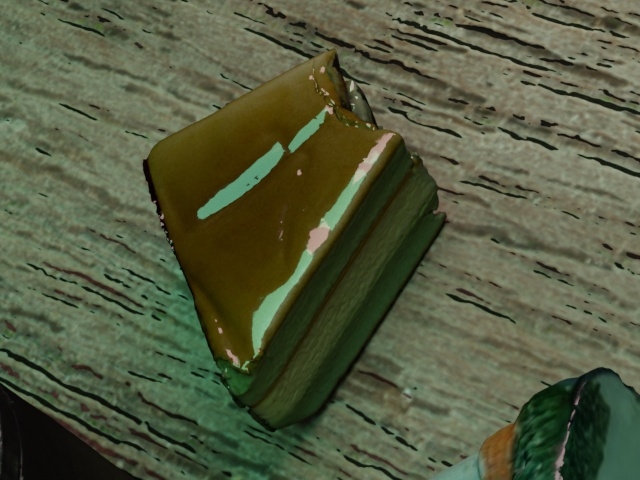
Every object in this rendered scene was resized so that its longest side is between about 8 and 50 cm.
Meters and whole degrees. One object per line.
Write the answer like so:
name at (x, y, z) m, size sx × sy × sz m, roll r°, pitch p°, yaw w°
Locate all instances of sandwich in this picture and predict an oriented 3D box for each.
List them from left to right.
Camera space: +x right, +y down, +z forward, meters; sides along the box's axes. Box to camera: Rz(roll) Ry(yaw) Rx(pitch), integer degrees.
sandwich at (0.000, 0.000, 1.246) m, size 0.198 × 0.155 × 0.227 m, roll -27°, pitch 59°, yaw 8°

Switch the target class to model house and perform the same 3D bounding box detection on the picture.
model house at (0.129, 0.254, 1.049) m, size 0.291 × 0.253 × 0.184 m, roll -32°, pitch 35°, yaw 26°

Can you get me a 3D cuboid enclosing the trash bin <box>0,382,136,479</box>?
trash bin at (-0.240, 0.215, 1.158) m, size 0.203 × 0.301 × 0.252 m, roll -4°, pitch 62°, yaw 21°
